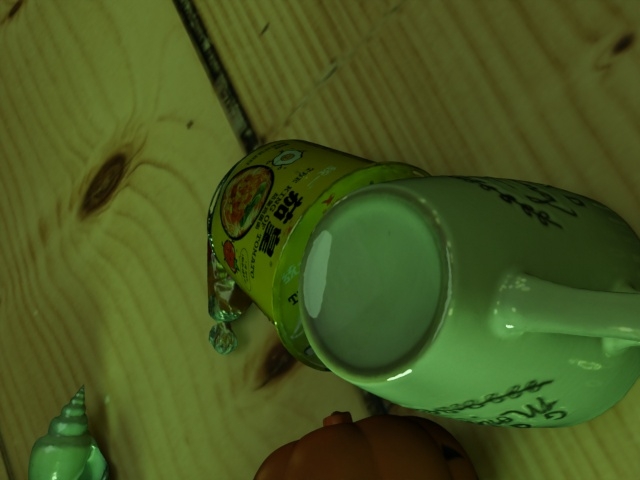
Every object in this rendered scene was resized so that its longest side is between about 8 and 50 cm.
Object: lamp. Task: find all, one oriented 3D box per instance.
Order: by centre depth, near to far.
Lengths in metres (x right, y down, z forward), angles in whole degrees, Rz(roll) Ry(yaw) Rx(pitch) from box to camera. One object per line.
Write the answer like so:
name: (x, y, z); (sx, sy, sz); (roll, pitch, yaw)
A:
lamp: (0.032, 0.210, 0.912); (0.188, 0.188, 0.163); (-32, 61, 33)

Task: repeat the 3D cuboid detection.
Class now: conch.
conch: (-0.265, 0.239, 1.254); (0.065, 0.088, 0.180); (-100, 23, -78)

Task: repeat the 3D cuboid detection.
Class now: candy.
candy: (-0.086, 0.021, 1.136); (0.053, 0.046, 0.182); (8, 90, 43)

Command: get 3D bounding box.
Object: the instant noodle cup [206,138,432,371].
instant noodle cup: (0.000, 0.000, 0.992); (0.144, 0.182, 0.182); (31, 104, 49)

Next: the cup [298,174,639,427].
cup: (0.136, 0.042, 0.819); (0.258, 0.234, 0.186); (3, 85, 39)
